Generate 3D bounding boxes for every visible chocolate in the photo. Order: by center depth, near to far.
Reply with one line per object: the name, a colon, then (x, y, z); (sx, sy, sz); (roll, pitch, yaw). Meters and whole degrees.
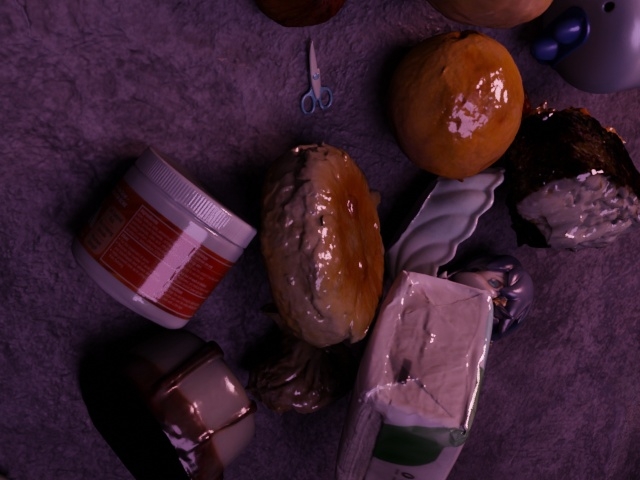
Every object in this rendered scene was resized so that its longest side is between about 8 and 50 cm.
chocolate: (-0.217, 0.263, 1.435); (0.186, 0.284, 0.283); (-35, 131, -35)

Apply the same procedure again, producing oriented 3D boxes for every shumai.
shumai: (-0.031, 0.190, 1.563); (0.206, 0.166, 0.175); (-24, 120, -49)

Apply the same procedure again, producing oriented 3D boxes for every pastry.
pastry: (0.000, 0.000, 1.399); (0.136, 0.329, 0.329); (-9, 130, 20)

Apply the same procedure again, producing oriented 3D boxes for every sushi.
sushi: (0.437, -0.103, 1.634); (0.234, 0.207, 0.349); (-30, 149, 27)

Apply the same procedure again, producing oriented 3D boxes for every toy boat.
toy boat: (0.202, -0.026, 1.590); (0.100, 0.199, 0.290); (33, 102, -2)

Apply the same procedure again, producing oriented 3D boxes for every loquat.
loquat: (0.216, -0.217, 1.464); (0.238, 0.193, 0.238); (-20, 127, -30)

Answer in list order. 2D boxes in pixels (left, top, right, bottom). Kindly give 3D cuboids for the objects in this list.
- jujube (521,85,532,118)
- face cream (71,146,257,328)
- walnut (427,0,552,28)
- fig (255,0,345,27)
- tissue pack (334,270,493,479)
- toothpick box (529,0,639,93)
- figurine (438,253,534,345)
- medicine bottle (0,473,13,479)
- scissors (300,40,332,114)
jujube: (0.336, -0.221, 1.615); (0.077, 0.077, 0.129); (-39, 140, -8)
face cream: (-0.222, -0.002, 1.303); (0.187, 0.201, 0.201); (-52, 130, 2)
walnut: (0.260, -0.453, 1.320); (0.285, 0.285, 0.296); (18, 111, -37)
fig: (-0.002, -0.355, 1.253); (0.146, 0.201, 0.133); (-31, 118, -22)
tissue pack: (0.152, 0.257, 1.512); (0.194, 0.266, 0.356); (16, 143, 5)
toothpick box: (0.531, -0.370, 1.562); (0.355, 0.263, 0.263); (-14, 122, -24)
figurine: (0.275, 0.126, 1.698); (0.265, 0.175, 0.197); (-23, 152, -17)
medicine bottle: (-0.565, 0.344, 1.371); (0.059, 0.059, 0.231); (-47, 130, -1)
scissors: (-0.010, -0.252, 1.419); (0.058, 0.014, 0.119); (-23, 129, -21)
